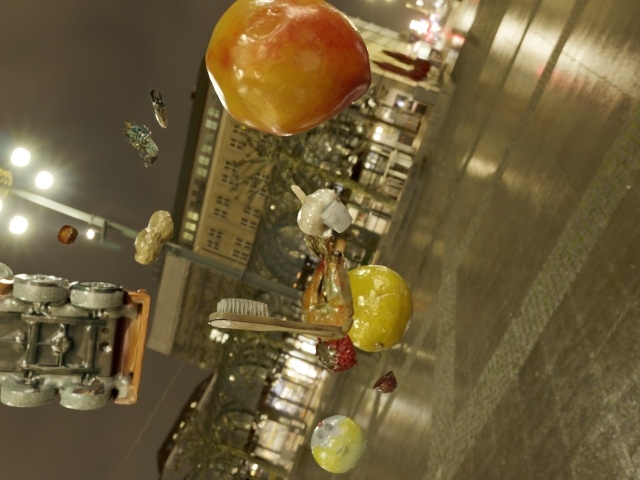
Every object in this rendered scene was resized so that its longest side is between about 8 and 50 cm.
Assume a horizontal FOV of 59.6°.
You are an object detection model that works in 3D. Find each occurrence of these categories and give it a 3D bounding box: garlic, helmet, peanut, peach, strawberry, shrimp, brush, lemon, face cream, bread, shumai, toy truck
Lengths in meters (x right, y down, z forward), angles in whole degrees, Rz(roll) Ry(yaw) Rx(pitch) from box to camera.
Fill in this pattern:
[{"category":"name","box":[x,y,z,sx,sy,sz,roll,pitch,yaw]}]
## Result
[{"category":"garlic","box":[-0.040,-0.142,2.145,0.199,0.226,0.199,-41,-19,-17]},{"category":"helmet","box":[0.246,0.528,2.043,0.089,0.057,0.111,-45,-3,-36]},{"category":"peanut","box":[-0.476,-0.008,1.599,0.082,0.082,0.187,107,-176,-48]},{"category":"peach","box":[-0.060,-0.366,1.138,0.289,0.308,0.289,1,-90,-67]},{"category":"strawberry","box":[0.042,0.333,1.680,0.086,0.145,0.145,-21,-42,-46]},{"category":"shrimp","box":[-0.652,-0.547,2.254,0.219,0.046,0.152,141,111,-76]},{"category":"brush","box":[-0.098,0.183,1.314,0.070,0.327,0.065,136,139,-55]},{"category":"lemon","box":[0.207,0.266,2.218,0.348,0.348,0.348,20,-90,-87]},{"category":"face cream","box":[0.055,-0.081,1.895,0.091,0.095,0.091,-45,10,11]},{"category":"bread","box":[-1.077,-0.025,2.371,0.053,0.085,0.085,34,-105,-61]},{"category":"shumai","box":[0.002,0.003,2.293,0.145,0.116,0.145,62,-170,-20]},{"category":"toy truck","box":[-0.448,0.125,0.800,0.207,0.387,0.173,-169,87,-76]},{"category":"shrimp","box":[0.020,0.139,1.596,0.062,0.154,0.294,42,-132,-75]},{"category":"shrimp","box":[-0.523,-0.283,1.641,0.076,0.174,0.082,-18,-29,-42]}]

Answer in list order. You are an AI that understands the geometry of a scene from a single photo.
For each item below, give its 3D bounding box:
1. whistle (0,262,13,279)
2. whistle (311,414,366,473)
[{"category":"whistle","box":[-1.030,0.156,1.812,0.126,0.258,0.067,-52,-18,-26]},{"category":"whistle","box":[0.031,0.439,1.251,0.223,0.123,0.123,137,154,-84]}]
